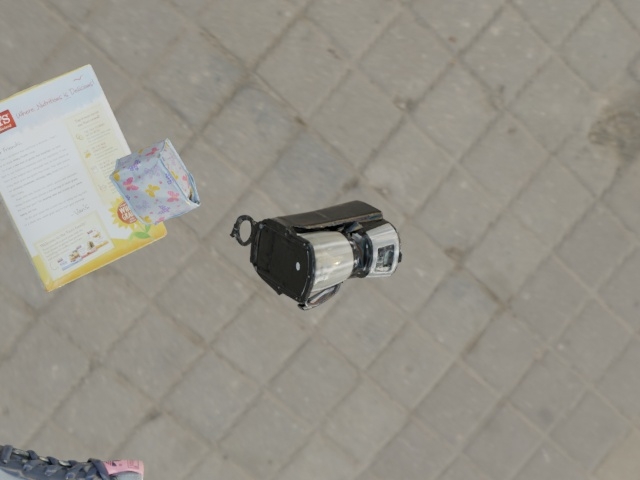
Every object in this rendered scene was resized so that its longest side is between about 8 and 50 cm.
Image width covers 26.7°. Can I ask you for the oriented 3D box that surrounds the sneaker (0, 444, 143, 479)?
[{"bbox_3d":[-0.260,0.263,1.435,0.319,0.112,0.131,34,99,-19],"label":"sneaker"}]

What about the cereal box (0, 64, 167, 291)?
[{"bbox_3d":[-0.319,-0.079,1.695,0.173,0.047,0.240,-26,99,-18],"label":"cereal box"}]

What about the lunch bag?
[{"bbox_3d":[-0.182,-0.061,1.497,0.071,0.053,0.083,-21,118,20],"label":"lunch bag"}]

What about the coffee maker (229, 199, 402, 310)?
[{"bbox_3d":[0.000,0.000,1.908,0.178,0.171,0.120,-12,144,-42],"label":"coffee maker"}]
